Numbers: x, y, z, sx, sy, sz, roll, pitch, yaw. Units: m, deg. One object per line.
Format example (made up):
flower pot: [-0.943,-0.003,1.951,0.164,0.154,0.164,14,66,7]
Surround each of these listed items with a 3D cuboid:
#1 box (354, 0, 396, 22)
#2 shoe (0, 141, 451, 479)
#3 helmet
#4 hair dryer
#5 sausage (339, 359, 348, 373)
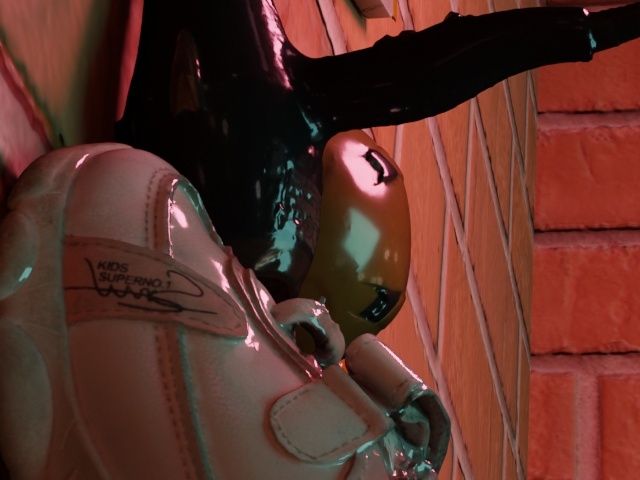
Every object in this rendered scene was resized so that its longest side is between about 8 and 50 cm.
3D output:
box: [0.037,-0.295,1.713,0.247,0.033,0.129,42,47,-74]
shoe: [-0.035,0.108,0.852,0.172,0.198,0.351,73,6,-65]
helmet: [0.000,0.000,1.276,0.224,0.130,0.198,16,76,-79]
hair dryer: [0.054,-0.124,1.012,0.120,0.359,0.304,55,27,-57]
sausage: [0.002,0.077,1.448,0.053,0.053,0.348,76,17,-45]
